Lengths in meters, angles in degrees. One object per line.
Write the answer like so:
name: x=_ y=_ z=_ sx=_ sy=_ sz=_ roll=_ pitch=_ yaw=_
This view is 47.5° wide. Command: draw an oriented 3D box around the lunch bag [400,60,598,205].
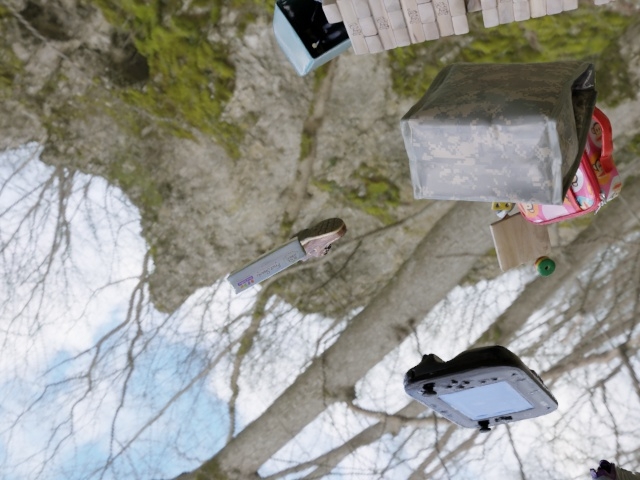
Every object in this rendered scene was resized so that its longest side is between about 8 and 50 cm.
lunch bag: x=0.287 y=-0.188 z=1.131 sx=0.287 sy=0.235 sz=0.169 roll=-52 pitch=-43 yaw=-43

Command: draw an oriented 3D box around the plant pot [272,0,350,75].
plant pot: x=-0.018 y=-0.519 z=1.823 sx=0.165 sy=0.234 sz=0.165 roll=-34 pitch=-89 yaw=-13

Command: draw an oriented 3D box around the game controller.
game controller: x=0.247 y=0.228 z=1.083 sx=0.319 sy=0.166 sz=0.067 roll=39 pitch=-133 yaw=-53

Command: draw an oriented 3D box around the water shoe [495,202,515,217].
water shoe: x=0.434 y=-0.145 z=1.799 sx=0.080 sy=0.073 sz=0.203 roll=22 pitch=-130 yaw=-16

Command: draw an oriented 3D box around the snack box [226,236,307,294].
snack box: x=-0.094 y=0.043 z=1.287 sx=0.037 sy=0.141 sz=0.100 roll=61 pitch=179 yaw=-6

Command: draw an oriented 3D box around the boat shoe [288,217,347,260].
boat shoe: x=0.000 y=0.000 z=1.546 sx=0.060 sy=0.178 sz=0.064 roll=50 pitch=-130 yaw=-16

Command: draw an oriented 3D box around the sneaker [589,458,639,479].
sneaker: x=0.721 y=0.567 z=1.752 sx=0.223 sy=0.083 sz=0.098 roll=1 pitch=-112 yaw=-49

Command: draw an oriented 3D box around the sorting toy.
sorting toy: x=0.471 y=-0.020 z=1.736 sx=0.046 sy=0.132 sz=0.275 roll=-118 pitch=6 yaw=-62

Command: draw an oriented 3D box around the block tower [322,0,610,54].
block tower: x=0.175 y=-0.296 z=0.804 sx=0.097 sy=0.335 sz=0.091 roll=58 pitch=-151 yaw=-57

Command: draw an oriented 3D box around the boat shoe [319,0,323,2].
boat shoe: x=-0.028 y=-0.554 z=1.478 sx=0.183 sy=0.065 sz=0.083 roll=26 pitch=-116 yaw=-7

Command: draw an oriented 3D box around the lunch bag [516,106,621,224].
lunch bag: x=0.485 y=-0.189 z=1.487 sx=0.120 sy=0.258 sz=0.293 roll=-26 pitch=-86 yaw=-28
